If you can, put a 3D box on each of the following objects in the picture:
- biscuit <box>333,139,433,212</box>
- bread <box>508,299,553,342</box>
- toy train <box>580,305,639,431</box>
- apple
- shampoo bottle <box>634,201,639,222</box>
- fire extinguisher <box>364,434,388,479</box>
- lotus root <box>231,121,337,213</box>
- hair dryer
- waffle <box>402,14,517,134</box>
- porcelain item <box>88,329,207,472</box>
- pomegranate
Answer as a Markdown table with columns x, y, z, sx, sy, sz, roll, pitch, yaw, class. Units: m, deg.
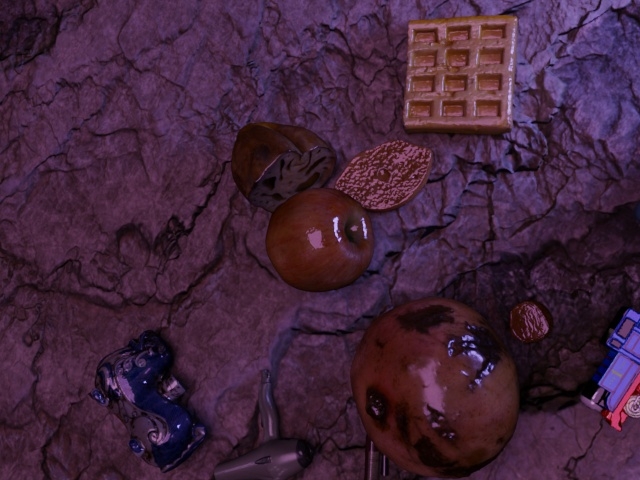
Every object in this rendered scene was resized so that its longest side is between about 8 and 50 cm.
| x | y | z | sx | sy | sz | roll | pitch | yaw | class |
| --- | --- | --- | --- | --- | --- | --- | --- | --- | --- |
| 0.134 | -0.131 | 1.480 | 0.220 | 0.029 | 0.142 | -25 | 76 | 11 | biscuit |
| 0.400 | 0.155 | 1.357 | 0.085 | 0.053 | 0.085 | -1 | 87 | 27 | bread |
| 0.553 | 0.232 | 1.288 | 0.131 | 0.083 | 0.204 | 32 | 91 | 17 | toy train |
| 0.000 | 0.000 | 1.414 | 0.188 | 0.211 | 0.211 | -23 | 76 | 39 | apple |
| 0.746 | -0.059 | 1.139 | 0.342 | 0.331 | 0.331 | 41 | 95 | 18 | shampoo bottle |
| 0.111 | 0.441 | 1.416 | 0.049 | 0.035 | 0.173 | 1 | 87 | 20 | fire extinguisher |
| -0.091 | -0.179 | 1.478 | 0.199 | 0.188 | 0.180 | -38 | 61 | 11 | lotus root |
| -0.144 | 0.417 | 1.480 | 0.219 | 0.088 | 0.225 | -39 | 62 | 12 | hair dryer |
| 0.283 | -0.339 | 1.448 | 0.221 | 0.055 | 0.248 | 2 | 84 | 17 | waffle |
| -0.357 | 0.342 | 1.524 | 0.186 | 0.138 | 0.288 | -40 | 69 | -10 | porcelain item |
| 0.202 | 0.264 | 1.279 | 0.322 | 0.322 | 0.322 | -2 | 83 | 16 | pomegranate |
